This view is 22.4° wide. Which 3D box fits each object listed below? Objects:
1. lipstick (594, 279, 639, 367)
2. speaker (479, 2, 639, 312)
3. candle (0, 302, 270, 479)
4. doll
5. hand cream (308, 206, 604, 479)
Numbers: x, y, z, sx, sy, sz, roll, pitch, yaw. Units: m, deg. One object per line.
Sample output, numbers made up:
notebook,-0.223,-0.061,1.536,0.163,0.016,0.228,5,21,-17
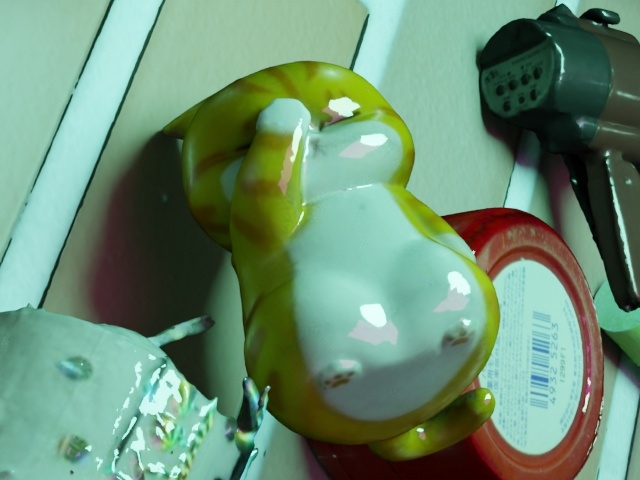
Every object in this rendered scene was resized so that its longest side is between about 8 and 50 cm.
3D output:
lipstick,0.370,0.133,1.575,0.304,0.076,0.076,41,53,-38
speaker,0.289,-0.080,1.489,0.329,0.198,0.259,-1,100,-38
candle,-0.140,0.133,0.886,0.187,0.187,0.330,51,46,-30
doll,0.007,0.002,1.032,0.167,0.162,0.269,-12,70,-19
hand cream,0.101,0.090,1.208,0.230,0.149,0.230,13,73,-51
